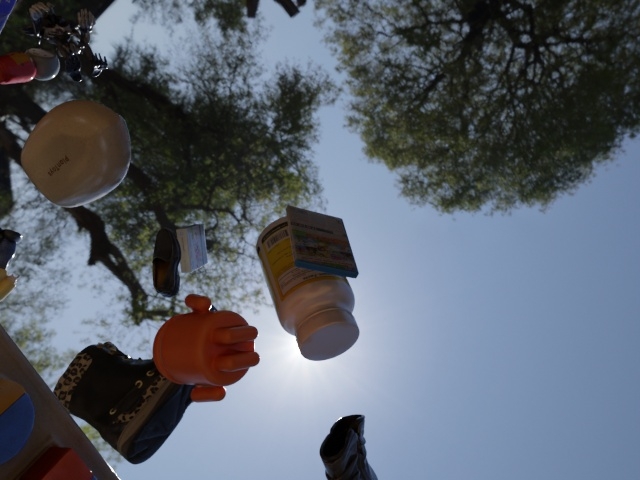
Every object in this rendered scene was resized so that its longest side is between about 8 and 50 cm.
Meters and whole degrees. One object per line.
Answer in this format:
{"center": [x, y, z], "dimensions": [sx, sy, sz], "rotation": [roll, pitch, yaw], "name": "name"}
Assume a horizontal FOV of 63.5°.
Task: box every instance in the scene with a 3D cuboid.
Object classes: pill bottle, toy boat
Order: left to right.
{"center": [-0.513, -0.237, 1.043], "dimensions": [0.267, 0.318, 0.148], "rotation": [-23, -163, 26], "name": "toy boat"}
{"center": [-0.030, 0.110, 1.242], "dimensions": [0.187, 0.188, 0.334], "rotation": [-36, -132, 14], "name": "pill bottle"}

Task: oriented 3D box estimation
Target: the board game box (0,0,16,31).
{"center": [-0.730, -0.469, 0.913], "dimensions": [0.141, 0.291, 0.232], "rotation": [16, -100, 30], "name": "board game box"}

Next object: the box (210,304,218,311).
{"center": [-0.332, 0.270, 1.497], "dimensions": [0.109, 0.042, 0.178], "rotation": [43, -52, 23], "name": "box"}

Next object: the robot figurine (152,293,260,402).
{"center": [-0.202, 0.183, 0.890], "dimensions": [0.219, 0.158, 0.128], "rotation": [-11, -150, 39], "name": "robot figurine"}

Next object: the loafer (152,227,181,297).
{"center": [-0.364, 0.046, 1.210], "dimensions": [0.062, 0.061, 0.170], "rotation": [-15, -110, 10], "name": "loafer"}

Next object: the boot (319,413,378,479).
{"center": [0.039, 0.501, 0.982], "dimensions": [0.118, 0.223, 0.338], "rotation": [-11, -168, 13], "name": "boot"}

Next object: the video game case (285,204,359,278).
{"center": [0.000, 0.000, 0.957], "dimensions": [0.166, 0.119, 0.015], "rotation": [-104, -147, -50], "name": "video game case"}

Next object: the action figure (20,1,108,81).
{"center": [-0.667, -0.546, 1.350], "dimensions": [0.276, 0.164, 0.141], "rotation": [49, -44, 18], "name": "action figure"}

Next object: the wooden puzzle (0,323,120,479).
{"center": [-0.368, 0.286, 0.512], "dimensions": [0.080, 0.348, 0.322], "rotation": [-16, -158, 34], "name": "wooden puzzle"}

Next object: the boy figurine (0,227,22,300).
{"center": [-0.894, 0.100, 1.347], "dimensions": [0.092, 0.177, 0.286], "rotation": [-25, -134, 54], "name": "boy figurine"}

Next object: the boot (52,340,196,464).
{"center": [-0.406, 0.299, 1.209], "dimensions": [0.283, 0.138, 0.377], "rotation": [14, -132, 26], "name": "boot"}

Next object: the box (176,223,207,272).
{"center": [-0.434, 0.022, 1.759], "dimensions": [0.038, 0.186, 0.145], "rotation": [-4, -84, 6], "name": "box"}
